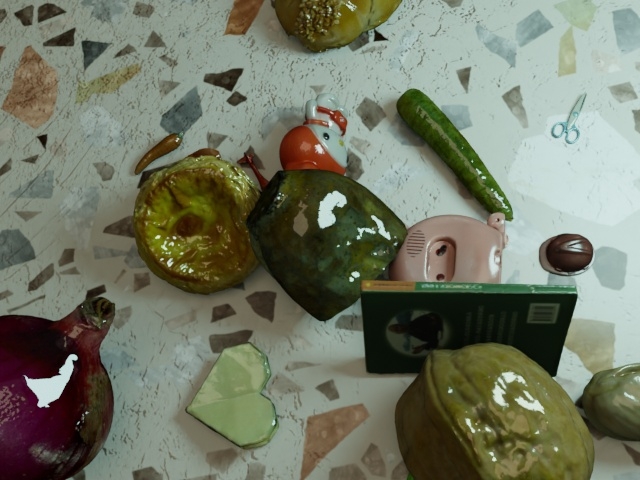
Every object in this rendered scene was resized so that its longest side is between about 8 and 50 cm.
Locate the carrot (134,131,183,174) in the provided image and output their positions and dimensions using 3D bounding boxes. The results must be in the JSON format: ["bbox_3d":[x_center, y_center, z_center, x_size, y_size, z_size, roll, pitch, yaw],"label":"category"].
[{"bbox_3d":[-0.360,-0.196,1.713,0.142,0.035,0.035,-37,72,2],"label":"carrot"}]

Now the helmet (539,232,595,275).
[{"bbox_3d":[0.496,0.022,1.532,0.111,0.057,0.089,-7,74,4],"label":"helmet"}]

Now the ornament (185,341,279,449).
[{"bbox_3d":[-0.180,0.314,1.523,0.180,0.059,0.201,-13,69,3],"label":"ornament"}]

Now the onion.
[{"bbox_3d":[-0.512,0.250,1.415,0.348,0.348,0.385,42,96,16],"label":"onion"}]

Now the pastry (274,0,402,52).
[{"bbox_3d":[0.039,-0.575,1.718,0.311,0.162,0.255,-38,75,-4],"label":"pastry"}]

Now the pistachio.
[{"bbox_3d":[0.598,0.296,1.399,0.238,0.153,0.137,-4,32,3],"label":"pistachio"}]

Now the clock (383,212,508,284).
[{"bbox_3d":[0.240,0.052,1.503,0.241,0.142,0.227,2,67,17],"label":"clock"}]

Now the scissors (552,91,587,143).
[{"bbox_3d":[0.539,-0.264,1.639,0.058,0.014,0.119,25,81,12],"label":"scissors"}]

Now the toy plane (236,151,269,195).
[{"bbox_3d":[-0.109,-0.119,1.641,0.126,0.077,0.194,-9,63,-4],"label":"toy plane"}]

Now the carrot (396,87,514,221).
[{"bbox_3d":[0.287,-0.179,1.613,0.074,0.074,0.358,-36,74,-5],"label":"carrot"}]

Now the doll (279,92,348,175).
[{"bbox_3d":[-0.014,-0.169,1.598,0.130,0.161,0.290,-3,57,35],"label":"doll"}]

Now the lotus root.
[{"bbox_3d":[0.000,-0.017,1.479,0.267,0.149,0.260,-46,112,-1],"label":"lotus root"}]

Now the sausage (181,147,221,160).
[{"bbox_3d":[-0.286,-0.129,1.661,0.179,0.089,0.089,-40,73,-10],"label":"sausage"}]

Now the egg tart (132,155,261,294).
[{"bbox_3d":[-0.242,-0.035,1.577,0.295,0.116,0.294,0,107,0],"label":"egg tart"}]

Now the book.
[{"bbox_3d":[0.262,0.164,1.417,0.371,0.260,0.043,1,47,6],"label":"book"}]

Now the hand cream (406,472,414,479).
[{"bbox_3d":[0.170,0.467,1.450,0.036,0.023,0.122,21,73,16],"label":"hand cream"}]

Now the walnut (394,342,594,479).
[{"bbox_3d":[0.289,0.337,1.338,0.306,0.306,0.344,-34,71,-4],"label":"walnut"}]
